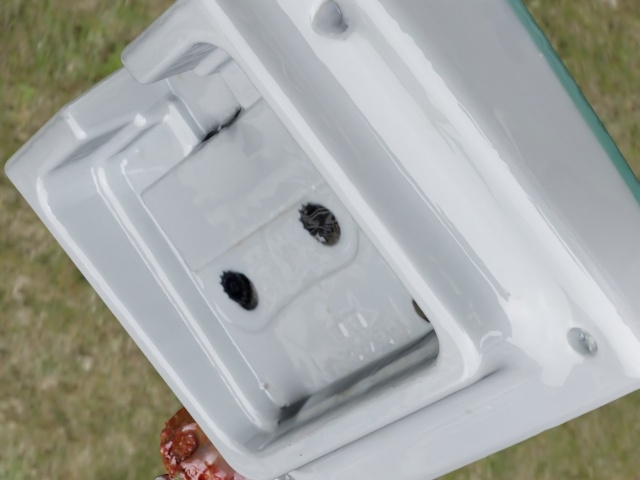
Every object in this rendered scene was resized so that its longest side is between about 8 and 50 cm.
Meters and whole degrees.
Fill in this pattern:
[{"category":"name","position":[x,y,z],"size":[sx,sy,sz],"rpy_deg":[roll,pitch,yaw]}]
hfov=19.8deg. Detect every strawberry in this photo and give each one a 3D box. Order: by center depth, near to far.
[{"category":"strawberry","position":[-0.043,0.135,1.256],"size":[0.152,0.104,0.048],"rpy_deg":[-27,142,-10]}]

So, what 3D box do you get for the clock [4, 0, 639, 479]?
[{"category":"clock","position":[0.000,0.000,0.765],"size":[0.231,0.116,0.262],"rpy_deg":[57,142,-1]}]
